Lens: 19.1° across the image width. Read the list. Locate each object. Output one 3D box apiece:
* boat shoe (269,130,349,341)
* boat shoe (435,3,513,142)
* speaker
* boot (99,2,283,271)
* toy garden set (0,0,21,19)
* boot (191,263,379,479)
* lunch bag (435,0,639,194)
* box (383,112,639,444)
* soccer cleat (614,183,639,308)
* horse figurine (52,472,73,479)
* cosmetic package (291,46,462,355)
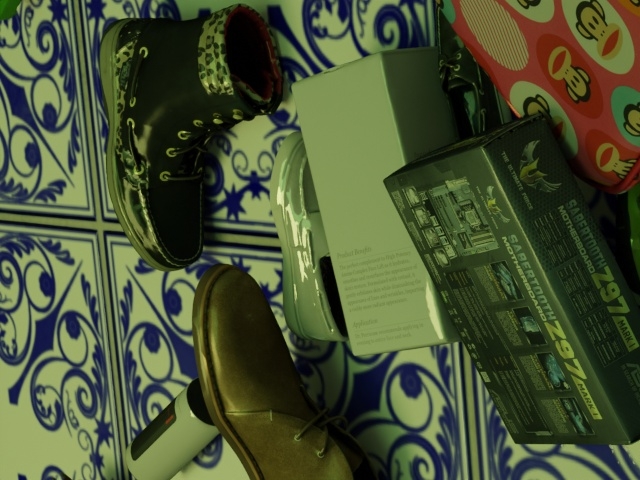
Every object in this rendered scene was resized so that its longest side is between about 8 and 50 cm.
[{"bbox_3d":[0.000,0.000,1.603,0.063,0.066,0.184,10,107,37],"label":"boat shoe"},{"bbox_3d":[0.113,-0.124,1.456,0.049,0.040,0.142,-20,85,49],"label":"boat shoe"},{"bbox_3d":[-0.133,0.182,1.807,0.136,0.055,0.055,-45,66,45],"label":"speaker"},{"bbox_3d":[-0.110,-0.092,1.687,0.178,0.085,0.236,-5,95,47],"label":"boot"},{"bbox_3d":[-0.304,-0.375,1.866,0.204,0.049,0.244,57,136,20],"label":"toy garden set"},{"bbox_3d":[-0.018,0.156,1.628,0.115,0.112,0.305,-8,108,37],"label":"boot"},{"bbox_3d":[0.193,-0.155,1.211,0.258,0.120,0.293,52,162,10],"label":"lunch bag"},{"bbox_3d":[0.149,0.035,1.362,0.233,0.059,0.183,62,160,-4],"label":"box"},{"bbox_3d":[0.227,0.036,1.355,0.072,0.060,0.179,0,102,50],"label":"soccer cleat"},{"bbox_3d":[-0.173,0.356,1.891,0.263,0.066,0.174,32,128,43],"label":"horse figurine"},{"bbox_3d":[0.064,-0.030,1.506,0.117,0.085,0.231,-12,89,49],"label":"cosmetic package"}]
